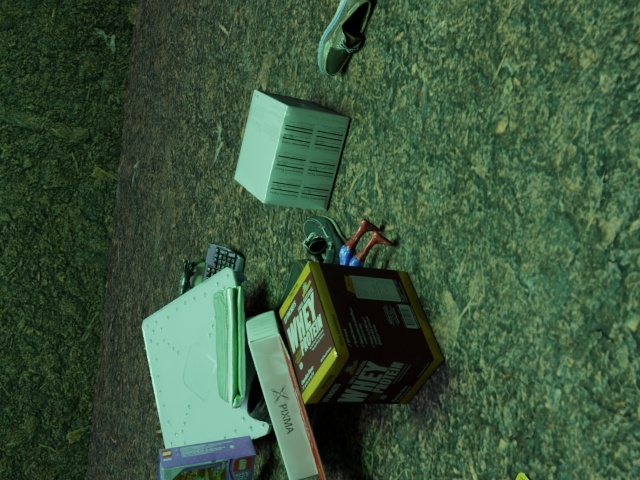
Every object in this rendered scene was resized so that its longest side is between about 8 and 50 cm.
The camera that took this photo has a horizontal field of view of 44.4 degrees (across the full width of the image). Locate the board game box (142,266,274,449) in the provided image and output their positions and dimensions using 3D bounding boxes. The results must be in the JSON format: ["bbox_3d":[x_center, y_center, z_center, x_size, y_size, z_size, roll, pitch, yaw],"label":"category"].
[{"bbox_3d":[-0.272,0.313,1.876,0.390,0.050,0.389,-31,67,38],"label":"board game box"}]

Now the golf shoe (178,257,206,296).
[{"bbox_3d":[-0.328,0.185,2.156,0.120,0.105,0.272,20,105,42],"label":"golf shoe"}]

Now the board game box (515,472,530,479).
[{"bbox_3d":[0.243,0.447,1.043,0.124,0.039,0.259,50,125,54],"label":"board game box"}]

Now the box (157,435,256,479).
[{"bbox_3d":[-0.260,0.561,1.739,0.057,0.201,0.293,-118,31,-48],"label":"box"}]

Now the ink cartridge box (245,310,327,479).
[{"bbox_3d":[-0.062,0.306,1.427,0.261,0.066,0.296,-126,20,-75],"label":"ink cartridge box"}]

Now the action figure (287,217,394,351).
[{"bbox_3d":[0.051,0.112,1.446,0.280,0.139,0.091,-52,32,10],"label":"action figure"}]

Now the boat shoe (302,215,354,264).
[{"bbox_3d":[0.000,0.000,1.575,0.206,0.065,0.075,48,126,56],"label":"boat shoe"}]

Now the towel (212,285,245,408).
[{"bbox_3d":[-0.194,0.219,1.631,0.325,0.038,0.247,153,115,-75],"label":"towel"}]

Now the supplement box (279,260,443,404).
[{"bbox_3d":[0.061,0.153,1.282,0.129,0.194,0.191,-60,35,38],"label":"supplement box"}]

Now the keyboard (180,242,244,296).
[{"bbox_3d":[-0.306,0.160,2.066,0.202,0.033,0.317,17,100,31],"label":"keyboard"}]

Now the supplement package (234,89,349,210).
[{"bbox_3d":[-0.064,-0.191,1.651,0.194,0.149,0.203,40,119,58],"label":"supplement package"}]

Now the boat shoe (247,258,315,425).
[{"bbox_3d":[-0.073,0.212,1.593,0.132,0.130,0.355,14,96,64],"label":"boat shoe"}]

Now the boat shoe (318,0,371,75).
[{"bbox_3d":[0.048,-0.411,1.577,0.066,0.066,0.183,54,131,51],"label":"boat shoe"}]
